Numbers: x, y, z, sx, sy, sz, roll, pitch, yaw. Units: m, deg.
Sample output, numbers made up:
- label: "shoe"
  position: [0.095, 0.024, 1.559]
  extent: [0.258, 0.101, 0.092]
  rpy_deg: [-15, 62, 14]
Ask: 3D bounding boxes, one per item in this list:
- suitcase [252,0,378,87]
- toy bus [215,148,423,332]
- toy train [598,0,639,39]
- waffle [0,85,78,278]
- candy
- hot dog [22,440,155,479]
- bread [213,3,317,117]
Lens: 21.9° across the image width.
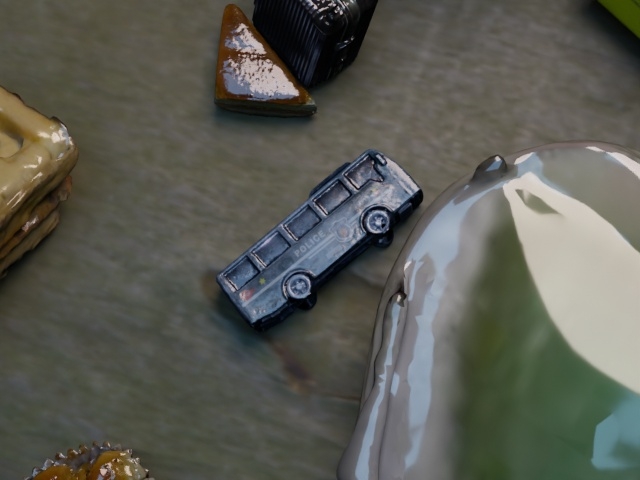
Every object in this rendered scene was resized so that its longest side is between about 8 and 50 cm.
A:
- label: "suitcase"
  position: [-0.003, -0.176, 1.245]
  extent: [0.059, 0.126, 0.086]
  rpy_deg: [-34, 78, -19]
- label: "toy bus"
  position: [0.000, 0.000, 1.249]
  extent: [0.166, 0.047, 0.065]
  rpy_deg: [-40, 76, -5]
- label: "toy train"
  position: [0.370, -0.150, 1.147]
  extent: [0.179, 0.272, 0.442]
  rpy_deg: [-42, 79, -19]
- label: "waffle"
  position: [-0.393, -0.081, 1.208]
  extent: [0.376, 0.114, 0.261]
  rpy_deg: [36, 57, 10]
- label: "candy"
  position: [0.204, 0.161, 1.136]
  extent: [0.386, 0.186, 0.427]
  rpy_deg: [21, 84, 16]
- label: "hot dog"
  position: [-0.137, 0.277, 1.187]
  extent: [0.144, 0.075, 0.268]
  rpy_deg: [-29, 81, -6]
- label: "bread"
  position: [-0.056, -0.124, 1.277]
  extent: [0.062, 0.043, 0.109]
  rpy_deg: [-41, 81, -7]
